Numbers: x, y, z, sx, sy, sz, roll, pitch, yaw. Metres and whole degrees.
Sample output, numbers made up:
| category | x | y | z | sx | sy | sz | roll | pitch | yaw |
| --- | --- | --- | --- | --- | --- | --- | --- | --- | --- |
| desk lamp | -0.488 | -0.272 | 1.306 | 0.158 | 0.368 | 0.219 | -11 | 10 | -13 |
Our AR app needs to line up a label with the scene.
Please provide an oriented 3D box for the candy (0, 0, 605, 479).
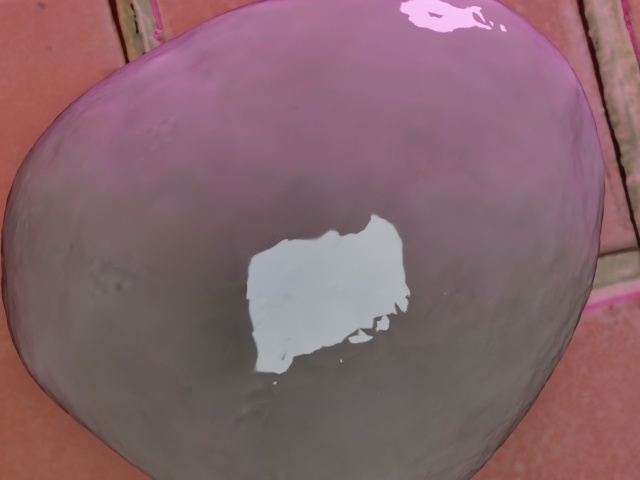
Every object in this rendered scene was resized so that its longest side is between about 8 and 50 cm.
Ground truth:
| category | x | y | z | sx | sy | sz | roll | pitch | yaw |
| --- | --- | --- | --- | --- | --- | --- | --- | --- | --- |
| candy | 0.000 | 0.000 | 1.181 | 0.427 | 0.186 | 0.386 | -40 | 84 | -4 |
